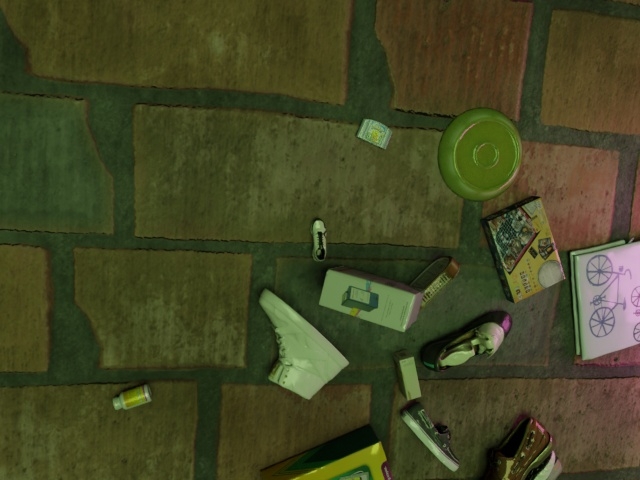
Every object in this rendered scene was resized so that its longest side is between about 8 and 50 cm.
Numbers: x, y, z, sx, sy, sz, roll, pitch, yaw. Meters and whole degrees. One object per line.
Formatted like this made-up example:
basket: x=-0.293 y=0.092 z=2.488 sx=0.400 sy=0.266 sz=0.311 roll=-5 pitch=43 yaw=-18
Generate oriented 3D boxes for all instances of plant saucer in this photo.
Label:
plant saucer: x=0.419 y=-0.218 z=1.453 sx=0.241 sy=0.037 sz=0.241 roll=-2 pitch=100 yaw=-12

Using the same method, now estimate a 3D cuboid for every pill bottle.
pill bottle: x=-0.445 y=0.373 z=1.345 sx=0.083 sy=0.043 sz=0.043 roll=-17 pitch=102 yaw=-10

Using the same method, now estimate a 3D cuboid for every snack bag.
snack bag: x=0.871 y=0.150 z=1.615 sx=0.342 sy=0.037 sz=0.323 roll=-13 pitch=102 yaw=-10

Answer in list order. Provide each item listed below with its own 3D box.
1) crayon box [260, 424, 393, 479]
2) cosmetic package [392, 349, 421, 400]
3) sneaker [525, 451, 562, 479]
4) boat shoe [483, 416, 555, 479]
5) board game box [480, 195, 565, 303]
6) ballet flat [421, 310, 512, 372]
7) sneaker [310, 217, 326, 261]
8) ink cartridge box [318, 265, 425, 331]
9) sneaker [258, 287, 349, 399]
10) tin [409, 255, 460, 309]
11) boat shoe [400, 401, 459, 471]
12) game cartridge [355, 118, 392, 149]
crayon box: x=0.051 y=0.714 z=1.481 sx=0.313 sy=0.106 sz=0.363 roll=-19 pitch=102 yaw=-8
cosmetic package: x=0.226 y=0.351 z=1.487 sx=0.041 sy=0.060 sz=0.115 roll=-14 pitch=100 yaw=-9
sneaker: x=0.584 y=0.710 z=1.607 sx=0.271 sy=0.100 sz=0.108 roll=-47 pitch=110 yaw=-3
boat shoe: x=0.513 y=0.624 z=1.579 sx=0.104 sy=0.110 sz=0.307 roll=46 pitch=77 yaw=-11
board game box: x=0.542 y=0.024 z=1.516 sx=0.165 sy=0.042 sz=0.243 roll=-23 pitch=103 yaw=-8
ballet flat: x=0.403 y=0.277 z=1.496 sx=0.280 sy=0.096 sz=0.095 roll=-25 pitch=103 yaw=-8
sneaker: x=0.000 y=0.000 z=1.388 sx=0.040 sy=0.044 sz=0.109 roll=-6 pitch=98 yaw=-10
ink cartridge box: x=0.123 y=0.131 z=1.336 sx=0.212 sy=0.154 sz=0.093 roll=17 pitch=96 yaw=18
sneaker: x=-0.081 y=0.264 z=1.379 sx=0.169 sy=0.108 sz=0.292 roll=-45 pitch=107 yaw=-6
tin: x=0.270 y=0.111 z=1.437 sx=0.189 sy=0.106 sz=0.040 roll=-44 pitch=98 yaw=-4
boat shoe: x=0.311 y=0.523 z=1.529 sx=0.076 sy=0.080 sz=0.228 roll=-42 pitch=98 yaw=-2
game cartridge: x=0.133 y=-0.264 z=1.392 sx=0.083 sy=0.017 sz=0.056 roll=21 pitch=90 yaw=-15
